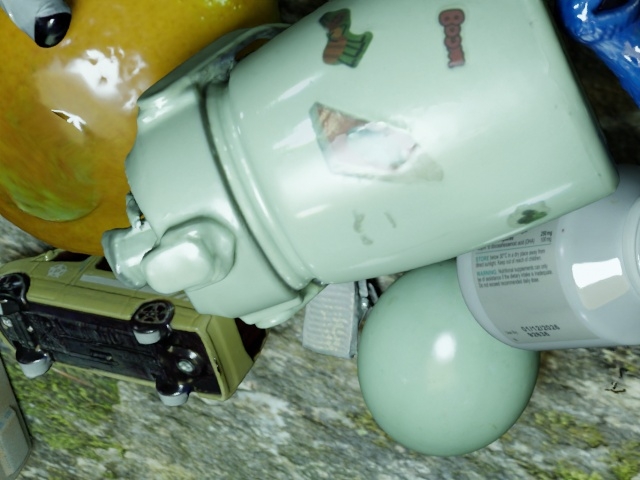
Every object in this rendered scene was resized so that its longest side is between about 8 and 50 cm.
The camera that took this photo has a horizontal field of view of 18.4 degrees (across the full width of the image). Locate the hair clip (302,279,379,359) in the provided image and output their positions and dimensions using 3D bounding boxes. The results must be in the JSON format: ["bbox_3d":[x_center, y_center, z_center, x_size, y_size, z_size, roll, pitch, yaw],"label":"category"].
[{"bbox_3d":[-0.003,0.001,1.652,0.159,0.071,0.218,7,130,16],"label":"hair clip"}]

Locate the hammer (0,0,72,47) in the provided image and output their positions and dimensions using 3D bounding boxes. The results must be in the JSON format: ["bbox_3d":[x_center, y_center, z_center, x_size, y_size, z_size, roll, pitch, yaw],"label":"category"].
[{"bbox_3d":[-0.333,-0.296,1.453,0.427,0.044,0.152,47,141,5],"label":"hammer"}]

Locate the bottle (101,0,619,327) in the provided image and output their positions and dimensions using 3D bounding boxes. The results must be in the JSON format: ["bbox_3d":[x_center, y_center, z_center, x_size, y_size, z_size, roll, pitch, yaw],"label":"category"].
[{"bbox_3d":[0.015,-0.064,1.400,0.352,0.229,0.229,-24,120,11],"label":"bottle"}]

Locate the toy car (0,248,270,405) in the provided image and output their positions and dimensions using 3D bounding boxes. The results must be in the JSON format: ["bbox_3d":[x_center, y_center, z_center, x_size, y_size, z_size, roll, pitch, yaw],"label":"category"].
[{"bbox_3d":[-0.174,0.062,1.756,0.257,0.124,0.101,10,135,31],"label":"toy car"}]

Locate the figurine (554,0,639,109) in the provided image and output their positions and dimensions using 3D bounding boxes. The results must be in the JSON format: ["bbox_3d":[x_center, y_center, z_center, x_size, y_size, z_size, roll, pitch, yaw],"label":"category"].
[{"bbox_3d":[0.255,-0.108,1.339,0.262,0.164,0.121,39,129,-12],"label":"figurine"}]

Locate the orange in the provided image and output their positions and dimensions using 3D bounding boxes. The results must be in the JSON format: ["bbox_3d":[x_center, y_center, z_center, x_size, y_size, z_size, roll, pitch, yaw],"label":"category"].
[{"bbox_3d":[-0.165,-0.113,1.561,0.263,0.196,0.334,12,129,-4],"label":"orange"}]

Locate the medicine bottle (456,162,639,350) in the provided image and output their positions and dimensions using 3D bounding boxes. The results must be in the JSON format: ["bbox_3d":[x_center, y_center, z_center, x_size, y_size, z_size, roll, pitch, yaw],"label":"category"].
[{"bbox_3d":[0.212,0.012,1.467,0.135,0.135,0.215,47,152,-20],"label":"medicine bottle"}]

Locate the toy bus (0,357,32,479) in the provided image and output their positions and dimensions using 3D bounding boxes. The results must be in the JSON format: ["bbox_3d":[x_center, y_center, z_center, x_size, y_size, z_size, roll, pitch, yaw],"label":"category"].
[{"bbox_3d":[-0.356,0.171,1.972,0.103,0.091,0.182,6,131,22],"label":"toy bus"}]

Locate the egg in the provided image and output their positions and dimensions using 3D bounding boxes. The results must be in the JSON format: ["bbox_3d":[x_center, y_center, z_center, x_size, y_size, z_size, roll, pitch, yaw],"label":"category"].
[{"bbox_3d":[0.105,0.095,1.624,0.149,0.149,0.192,19,143,9],"label":"egg"}]
